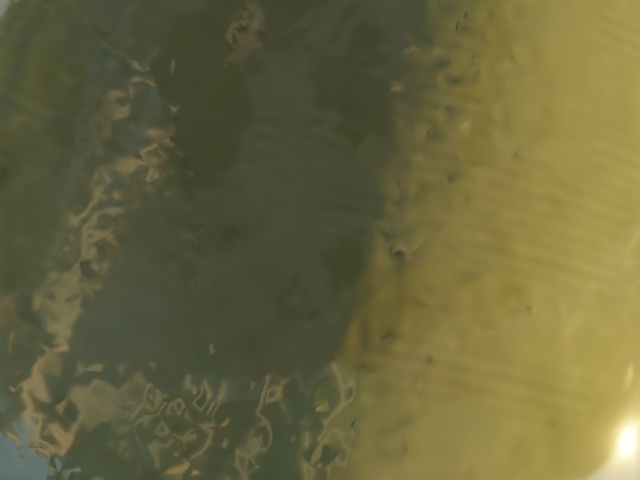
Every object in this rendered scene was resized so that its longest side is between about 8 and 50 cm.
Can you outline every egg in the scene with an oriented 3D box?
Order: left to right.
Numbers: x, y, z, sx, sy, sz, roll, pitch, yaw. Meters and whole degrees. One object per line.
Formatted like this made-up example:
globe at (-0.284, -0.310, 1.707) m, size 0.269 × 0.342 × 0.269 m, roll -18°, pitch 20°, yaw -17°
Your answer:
egg at (0.000, 0.000, 0.449) m, size 0.218 × 0.295 × 0.218 m, roll 17°, pitch -177°, yaw -1°
